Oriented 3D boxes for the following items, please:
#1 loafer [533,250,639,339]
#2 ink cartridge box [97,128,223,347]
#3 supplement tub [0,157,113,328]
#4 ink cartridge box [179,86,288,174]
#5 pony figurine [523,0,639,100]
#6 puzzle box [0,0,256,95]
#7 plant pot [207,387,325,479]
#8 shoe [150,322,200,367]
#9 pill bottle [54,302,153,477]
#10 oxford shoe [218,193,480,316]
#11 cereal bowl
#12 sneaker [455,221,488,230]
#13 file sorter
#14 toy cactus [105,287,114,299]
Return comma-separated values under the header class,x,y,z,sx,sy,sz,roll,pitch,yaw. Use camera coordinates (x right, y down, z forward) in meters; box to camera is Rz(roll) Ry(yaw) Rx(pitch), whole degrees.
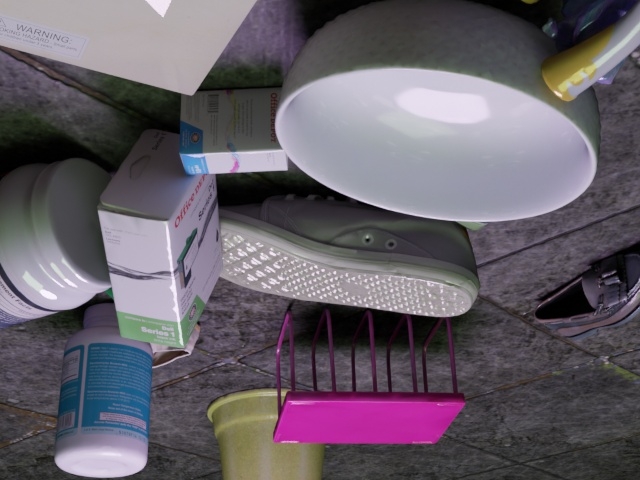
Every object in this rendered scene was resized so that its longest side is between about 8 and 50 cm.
class,x,y,z,sx,sy,sz,roll,pitch,yaw
loafer,0.431,0.090,1.677,0.084,0.096,0.267,13,151,-14
ink cartridge box,-0.191,-0.002,1.314,0.092,0.160,0.219,11,135,10
supplement tub,-0.395,0.011,1.372,0.272,0.191,0.191,-17,149,26
ink cartridge box,-0.098,-0.127,1.234,0.122,0.089,0.052,-3,152,2
pony figurine,0.293,-0.259,0.833,0.351,0.303,0.363,34,139,-23
puzzle box,-0.258,-0.275,0.984,0.408,0.052,0.272,13,149,-25
plant pot,-0.097,0.469,2.192,0.276,0.254,0.276,-2,152,-1
shoe,-0.304,0.191,1.860,0.219,0.058,0.076,-19,147,30
pill bottle,-0.347,0.239,1.730,0.146,0.264,0.146,-1,153,0
oxford shoe,0.000,0.000,1.456,0.449,0.130,0.169,9,153,12
cereal bowl,0.126,-0.148,1.117,0.338,0.141,0.339,9,159,4
sneaker,0.178,-0.097,1.307,0.226,0.086,0.163,18,148,-35
file sorter,0.072,0.228,1.819,0.290,0.182,0.202,2,151,-9
toy cactus,-0.316,0.064,1.593,0.180,0.112,0.219,0,162,18
